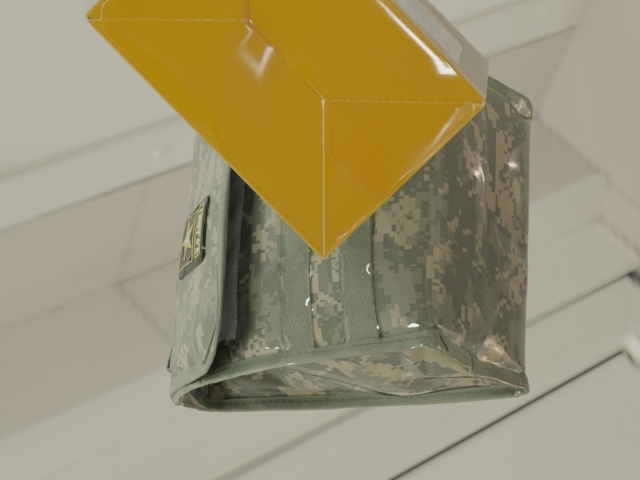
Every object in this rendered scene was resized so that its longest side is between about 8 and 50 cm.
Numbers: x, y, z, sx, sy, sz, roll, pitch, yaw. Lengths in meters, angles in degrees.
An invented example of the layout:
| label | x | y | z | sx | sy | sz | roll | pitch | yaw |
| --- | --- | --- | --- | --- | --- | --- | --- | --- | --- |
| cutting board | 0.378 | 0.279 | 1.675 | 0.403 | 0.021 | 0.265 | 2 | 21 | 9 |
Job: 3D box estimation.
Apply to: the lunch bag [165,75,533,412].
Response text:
| label | x | y | z | sx | sy | sz | roll | pitch | yaw |
| --- | --- | --- | --- | --- | --- | --- | --- | --- | --- |
| lunch bag | 0.000 | 0.000 | 1.350 | 0.287 | 0.169 | 0.235 | -10 | 67 | 35 |

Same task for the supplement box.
| label | x | y | z | sx | sy | sz | roll | pitch | yaw |
| --- | --- | --- | --- | --- | --- | --- | --- | --- | --- |
| supplement box | -0.011 | -0.119 | 1.087 | 0.129 | 0.194 | 0.191 | -44 | 95 | 12 |
